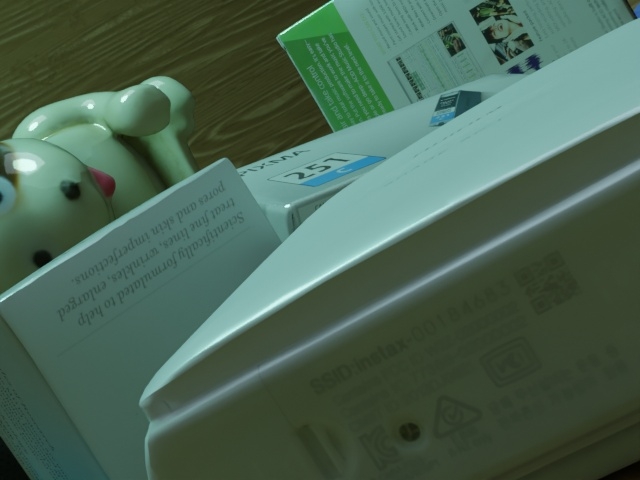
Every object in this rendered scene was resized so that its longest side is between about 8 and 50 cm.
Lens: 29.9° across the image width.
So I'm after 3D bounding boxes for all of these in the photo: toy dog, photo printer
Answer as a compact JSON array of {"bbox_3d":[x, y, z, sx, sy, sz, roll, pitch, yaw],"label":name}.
[{"bbox_3d":[-0.289,-0.021,1.320,0.395,0.284,0.408,-20,0,11],"label":"toy dog"},{"bbox_3d":[0.085,0.001,0.506,0.256,0.107,0.307,-30,6,19],"label":"photo printer"}]

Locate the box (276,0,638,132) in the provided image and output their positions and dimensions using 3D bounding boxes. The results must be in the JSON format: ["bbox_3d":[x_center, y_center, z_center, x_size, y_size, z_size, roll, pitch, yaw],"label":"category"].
[{"bbox_3d":[0.147,-0.193,1.218,0.322,0.232,0.058,-29,1,19],"label":"box"}]

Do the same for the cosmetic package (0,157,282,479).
[{"bbox_3d":[-0.101,0.068,0.681,0.151,0.151,0.184,-36,7,-28],"label":"cosmetic package"}]

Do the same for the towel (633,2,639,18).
[{"bbox_3d":[0.434,-0.273,1.362,0.243,0.040,0.336,-37,8,-35],"label":"towel"}]

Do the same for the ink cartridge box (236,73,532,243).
[{"bbox_3d":[0.032,-0.054,0.896,0.296,0.066,0.261,-23,18,-30],"label":"ink cartridge box"}]

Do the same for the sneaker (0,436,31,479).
[{"bbox_3d":[-0.174,0.109,0.885,0.140,0.125,0.341,-19,15,46],"label":"sneaker"}]
